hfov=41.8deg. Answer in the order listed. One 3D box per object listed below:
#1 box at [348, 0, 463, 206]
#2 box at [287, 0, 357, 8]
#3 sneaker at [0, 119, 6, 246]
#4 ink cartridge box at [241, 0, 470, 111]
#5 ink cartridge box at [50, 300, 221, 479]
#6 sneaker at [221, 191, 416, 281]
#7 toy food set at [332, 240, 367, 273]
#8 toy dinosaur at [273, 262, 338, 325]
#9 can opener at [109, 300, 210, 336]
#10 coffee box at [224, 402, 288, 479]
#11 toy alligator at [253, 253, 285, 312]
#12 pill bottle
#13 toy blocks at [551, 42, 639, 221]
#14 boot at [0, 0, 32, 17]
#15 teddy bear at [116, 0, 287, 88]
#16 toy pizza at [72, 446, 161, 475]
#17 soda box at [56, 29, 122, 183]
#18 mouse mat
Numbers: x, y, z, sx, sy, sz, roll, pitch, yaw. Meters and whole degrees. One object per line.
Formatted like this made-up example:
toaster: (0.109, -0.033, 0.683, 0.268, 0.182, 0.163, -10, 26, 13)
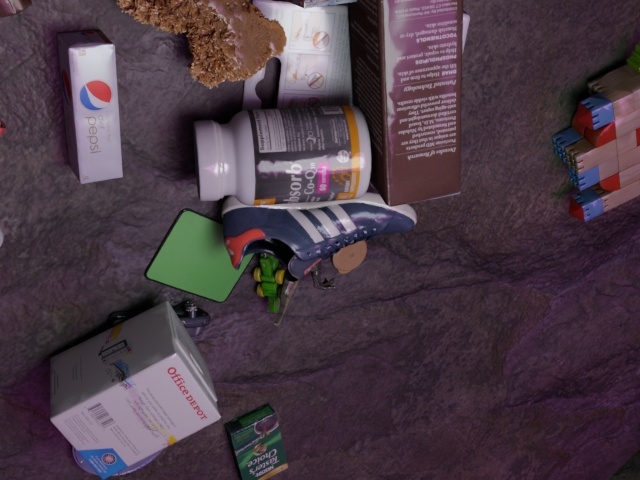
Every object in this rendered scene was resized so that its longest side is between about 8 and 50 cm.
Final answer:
box: (0.135, -0.269, 1.346, 0.143, 0.191, 0.382, -9, 122, -10)
box: (-0.017, -0.393, 1.306, 0.094, 0.137, 0.027, -16, 122, -25)
sneaker: (-0.500, -0.107, 1.207, 0.145, 0.090, 0.270, -34, 129, -7)
ink cartridge box: (0.049, -0.272, 1.487, 0.384, 0.091, 0.308, 1, 120, -14)
ink cartridge box: (-0.319, 0.254, 1.442, 0.232, 0.168, 0.171, -26, 123, -1)
sneaker: (0.000, 0.000, 1.488, 0.350, 0.148, 0.131, 0, 161, -5)
toy food set: (0.060, 0.026, 1.699, 0.082, 0.020, 0.083, -42, 132, -4)
toy dinosaur: (-0.021, 0.038, 1.602, 0.118, 0.064, 0.268, 17, 84, -40)
can opener: (-0.289, 0.147, 1.524, 0.186, 0.059, 0.073, 3, 103, -33)
coffee box: (-0.137, 0.450, 1.827, 0.113, 0.040, 0.184, -22, 128, -20)
toy alligator: (-0.094, 0.054, 1.602, 0.051, 0.056, 0.190, -60, 149, -49)
pill bottle: (-0.066, -0.139, 1.388, 0.278, 0.162, 0.162, -5, 122, -10)
toy blocks: (0.636, -0.214, 1.837, 0.260, 0.191, 0.381, -25, 130, -3)
boot: (-0.457, -0.341, 1.126, 0.106, 0.037, 0.114, -27, 134, -13)
teddy bear: (-0.186, -0.395, 1.233, 0.338, 0.113, 0.245, 39, 87, -34)
toy pizza: (-0.383, 0.374, 1.627, 0.201, 0.032, 0.201, -17, 127, -23)
soda box: (-0.345, -0.200, 1.259, 0.069, 0.074, 0.216, -13, 124, -26)
mouse mat: (-0.213, 0.032, 1.537, 0.189, 0.007, 0.153, 24, 103, -39)
